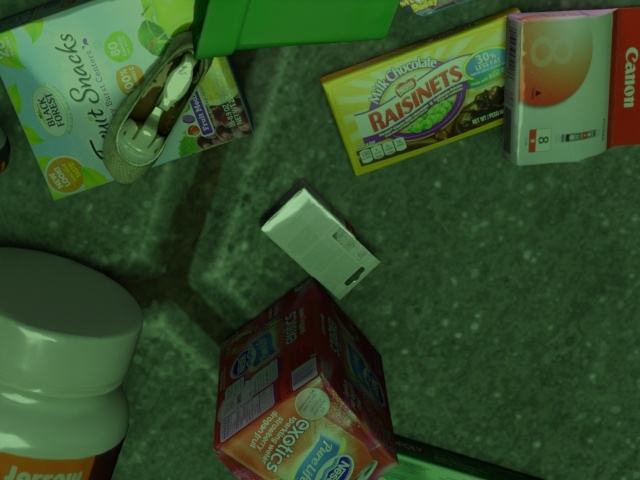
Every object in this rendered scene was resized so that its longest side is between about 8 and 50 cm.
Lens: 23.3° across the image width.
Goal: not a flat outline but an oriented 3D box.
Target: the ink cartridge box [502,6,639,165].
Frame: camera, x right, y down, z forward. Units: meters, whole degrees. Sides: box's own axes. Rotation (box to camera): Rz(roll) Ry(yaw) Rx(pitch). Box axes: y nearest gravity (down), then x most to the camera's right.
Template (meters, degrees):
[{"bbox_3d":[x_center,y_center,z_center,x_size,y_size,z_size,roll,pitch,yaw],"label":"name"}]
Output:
[{"bbox_3d":[0.267,-0.150,1.507,0.179,0.045,0.145,-4,109,-11],"label":"ink cartridge box"}]

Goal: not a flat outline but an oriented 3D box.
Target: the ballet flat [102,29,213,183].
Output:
[{"bbox_3d":[-0.154,-0.120,1.429,0.057,0.052,0.168,26,108,-15],"label":"ballet flat"}]

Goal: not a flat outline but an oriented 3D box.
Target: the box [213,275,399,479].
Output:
[{"bbox_3d":[-0.016,0.154,1.507,0.128,0.257,0.122,-36,107,10],"label":"box"}]

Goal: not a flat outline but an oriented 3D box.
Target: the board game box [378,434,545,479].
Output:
[{"bbox_3d":[0.131,0.337,1.700,0.317,0.046,0.213,18,109,-10],"label":"board game box"}]

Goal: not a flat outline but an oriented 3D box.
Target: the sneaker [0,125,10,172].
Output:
[{"bbox_3d":[-0.426,-0.005,1.507,0.321,0.124,0.180,-14,116,13],"label":"sneaker"}]

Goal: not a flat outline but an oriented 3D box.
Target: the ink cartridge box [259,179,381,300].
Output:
[{"bbox_3d":[0.000,0.000,1.572,0.063,0.029,0.115,-43,109,12],"label":"ink cartridge box"}]

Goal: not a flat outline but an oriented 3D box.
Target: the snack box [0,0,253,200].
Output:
[{"bbox_3d":[-0.188,-0.155,1.479,0.207,0.070,0.174,-19,112,5],"label":"snack box"}]

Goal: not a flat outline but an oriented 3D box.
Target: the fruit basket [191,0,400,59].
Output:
[{"bbox_3d":[-0.084,-0.363,1.254,0.392,0.283,0.392,-1,137,-1],"label":"fruit basket"}]

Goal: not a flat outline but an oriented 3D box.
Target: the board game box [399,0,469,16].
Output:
[{"bbox_3d":[0.127,-0.286,1.468,0.169,0.033,0.133,-18,111,4],"label":"board game box"}]

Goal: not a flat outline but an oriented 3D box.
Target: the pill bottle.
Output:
[{"bbox_3d":[-0.318,0.221,1.532,0.224,0.224,0.392,16,110,-10],"label":"pill bottle"}]

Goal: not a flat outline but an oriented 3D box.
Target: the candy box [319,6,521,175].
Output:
[{"bbox_3d":[0.113,-0.145,1.524,0.206,0.027,0.105,-20,109,4],"label":"candy box"}]
